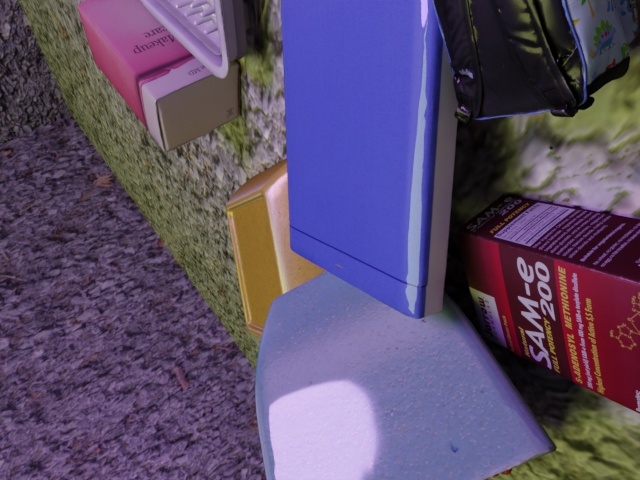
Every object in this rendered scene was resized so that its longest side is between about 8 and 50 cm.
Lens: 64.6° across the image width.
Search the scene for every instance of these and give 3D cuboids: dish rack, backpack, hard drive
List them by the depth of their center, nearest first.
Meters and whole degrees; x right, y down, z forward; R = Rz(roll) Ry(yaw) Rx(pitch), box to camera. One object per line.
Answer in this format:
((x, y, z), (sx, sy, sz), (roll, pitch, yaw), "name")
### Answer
((0.124, -0.142, 0.306), (0.105, 0.084, 0.114), (16, 140, 58), "backpack")
((0.032, -0.115, 0.452), (0.210, 0.040, 0.318), (26, 123, 52), "hard drive")
((-0.178, -0.397, 0.611), (0.285, 0.072, 0.332), (46, 155, 24), "dish rack")

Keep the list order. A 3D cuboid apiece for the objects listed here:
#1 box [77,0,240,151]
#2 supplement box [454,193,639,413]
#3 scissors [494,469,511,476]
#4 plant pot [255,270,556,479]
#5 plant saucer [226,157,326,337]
((-0.255, -0.286, 0.818), (0.232, 0.149, 0.126), (49, 156, 16), "box")
((0.224, 0.053, 0.380), (0.239, 0.073, 0.130), (23, 141, 56), "supplement box")
((0.183, 0.256, 0.815), (0.297, 0.021, 0.109), (45, 164, 34), "scissors")
((0.072, 0.156, 0.561), (0.247, 0.248, 0.252), (44, -160, -59), "plant pot")
((-0.071, 0.039, 0.822), (0.333, 0.081, 0.332), (-7, 93, 65), "plant saucer")
